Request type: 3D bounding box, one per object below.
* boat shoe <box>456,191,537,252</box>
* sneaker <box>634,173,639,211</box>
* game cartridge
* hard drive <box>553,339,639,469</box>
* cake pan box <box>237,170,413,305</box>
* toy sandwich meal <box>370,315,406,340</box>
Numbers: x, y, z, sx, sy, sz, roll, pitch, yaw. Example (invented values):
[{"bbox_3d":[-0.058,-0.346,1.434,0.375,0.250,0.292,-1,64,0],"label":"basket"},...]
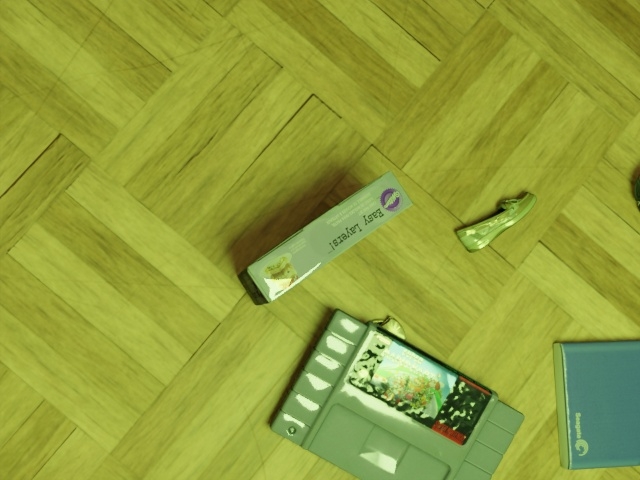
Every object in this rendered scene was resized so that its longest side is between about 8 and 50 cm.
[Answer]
[{"bbox_3d":[0.304,-0.040,1.393,0.153,0.056,0.048,-37,94,-4],"label":"boat shoe"},{"bbox_3d":[0.671,-0.054,1.436,0.262,0.099,0.121,40,72,-9],"label":"sneaker"},{"bbox_3d":[0.126,0.287,1.308,0.355,0.068,0.230,29,93,-4],"label":"game cartridge"},{"bbox_3d":[0.565,0.277,1.397,0.318,0.040,0.210,-1,83,-9],"label":"hard drive"},{"bbox_3d":[0.000,0.000,1.248,0.266,0.246,0.070,-35,93,-12],"label":"cake pan box"},{"bbox_3d":[0.104,0.168,1.349,0.085,0.029,0.086,1,83,-8],"label":"toy sandwich meal"}]
